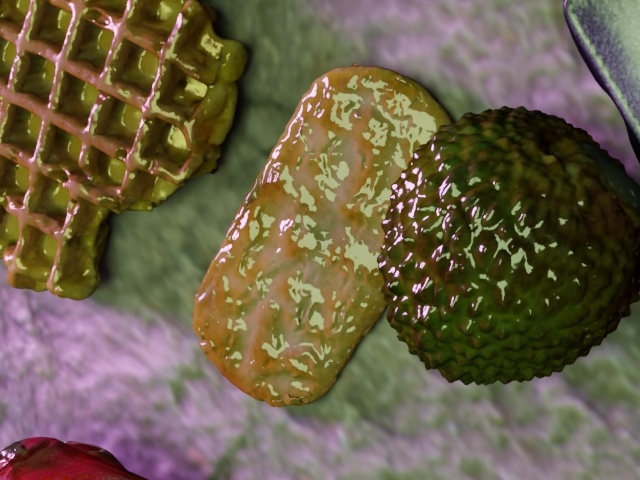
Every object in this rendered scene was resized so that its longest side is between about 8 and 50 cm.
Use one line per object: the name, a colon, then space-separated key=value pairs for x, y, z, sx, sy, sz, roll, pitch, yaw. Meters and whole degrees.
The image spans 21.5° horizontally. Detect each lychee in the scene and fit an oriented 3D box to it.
lychee: x=0.104 y=0.008 z=0.963 sx=0.171 sy=0.171 sz=0.171 roll=5 pitch=100 yaw=27

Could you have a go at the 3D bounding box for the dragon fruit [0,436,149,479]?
dragon fruit: x=-0.160 y=0.257 z=1.137 sx=0.200 sy=0.198 sz=0.269 roll=-9 pitch=108 yaw=18

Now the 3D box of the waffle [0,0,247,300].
waffle: x=-0.160 y=-0.086 z=1.142 sx=0.253 sy=0.056 sz=0.249 roll=-10 pitch=94 yaw=27

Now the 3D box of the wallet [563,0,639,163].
wallet: x=0.256 y=-0.121 z=0.930 sx=0.222 sy=0.036 sz=0.167 roll=-33 pitch=82 yaw=26

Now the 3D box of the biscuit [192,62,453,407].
biscuit: x=0.000 y=0.000 z=1.086 sx=0.118 sy=0.029 sz=0.247 roll=37 pitch=113 yaw=17
